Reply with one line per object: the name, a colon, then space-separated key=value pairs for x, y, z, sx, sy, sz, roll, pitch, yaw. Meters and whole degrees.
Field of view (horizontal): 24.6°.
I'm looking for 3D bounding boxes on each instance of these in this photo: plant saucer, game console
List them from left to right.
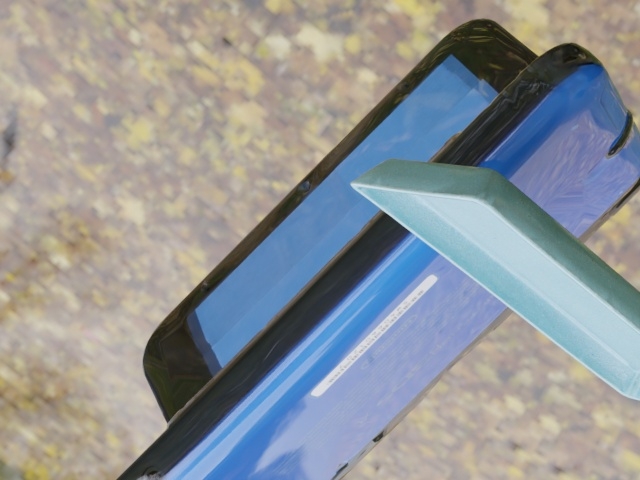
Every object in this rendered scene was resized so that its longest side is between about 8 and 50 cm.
game console: x=0.000 y=0.000 z=0.727 sx=0.173 sy=0.293 sz=0.250 roll=47 pitch=-173 yaw=22
plant saucer: x=0.095 y=0.021 z=0.558 sx=0.192 sy=0.018 sz=0.067 roll=37 pitch=163 yaw=-37
